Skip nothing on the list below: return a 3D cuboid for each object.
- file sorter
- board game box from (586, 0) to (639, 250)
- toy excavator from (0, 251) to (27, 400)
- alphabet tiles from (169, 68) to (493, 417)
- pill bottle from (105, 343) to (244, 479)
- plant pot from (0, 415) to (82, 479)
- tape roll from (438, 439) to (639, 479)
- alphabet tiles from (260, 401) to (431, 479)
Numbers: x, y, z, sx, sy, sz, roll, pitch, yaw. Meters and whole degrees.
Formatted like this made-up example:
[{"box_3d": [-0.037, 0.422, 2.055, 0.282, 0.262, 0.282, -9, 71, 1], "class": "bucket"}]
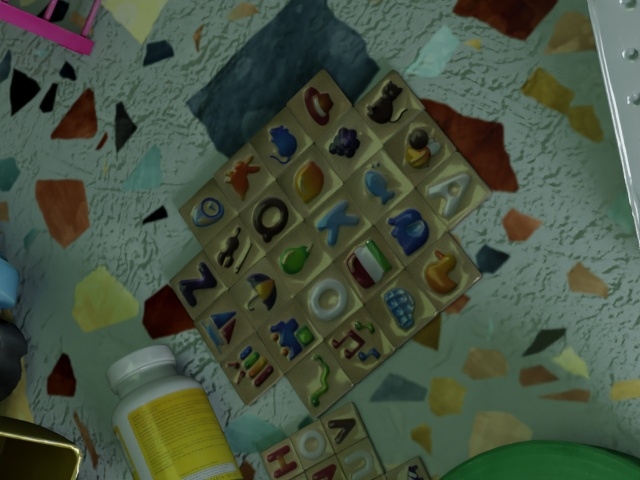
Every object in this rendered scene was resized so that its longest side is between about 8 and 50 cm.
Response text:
[{"box_3d": [-0.384, -0.355, 1.267, 0.202, 0.290, 0.182, 25, 95, 27], "class": "file sorter"}, {"box_3d": [0.411, -0.138, 0.844, 0.390, 0.050, 0.390, -6, 119, 26], "class": "board game box"}, {"box_3d": [-0.540, -0.041, 1.379, 0.432, 0.222, 0.445, -3, 68, 27], "class": "toy excavator"}, {"box_3d": [0.000, 0.000, 1.182, 0.342, 0.011, 0.285, -42, 66, 16], "class": "alphabet tiles"}, {"box_3d": [-0.154, 0.204, 1.179, 0.103, 0.103, 0.184, -34, 70, 19], "class": "pill bottle"}, {"box_3d": [-0.406, 0.273, 1.232, 0.187, 0.212, 0.212, 21, 93, 64], "class": "plant pot"}, {"box_3d": [0.203, 0.332, 0.964, 0.321, 0.077, 0.321, -8, 74, 31], "class": "tape roll"}, {"box_3d": [0.033, 0.291, 1.126, 0.198, 0.009, 0.237, -32, 70, 20], "class": "alphabet tiles"}]
